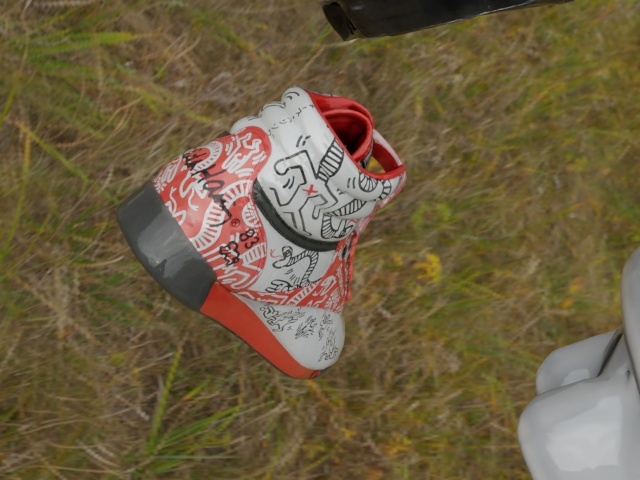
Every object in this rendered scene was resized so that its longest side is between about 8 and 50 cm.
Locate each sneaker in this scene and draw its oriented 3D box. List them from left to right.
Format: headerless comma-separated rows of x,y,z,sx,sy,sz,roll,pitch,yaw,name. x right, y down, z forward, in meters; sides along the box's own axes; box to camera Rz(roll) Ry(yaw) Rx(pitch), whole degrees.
0.000,0.001,0.724,0.145,0.270,0.090,-35,61,8,sneaker

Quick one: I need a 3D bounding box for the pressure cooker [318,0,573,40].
0.136,-0.403,0.959,0.369,0.375,0.420,-15,101,2,pressure cooker

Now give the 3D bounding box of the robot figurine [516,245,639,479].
0.269,0.061,0.500,0.200,0.353,0.300,66,21,-7,robot figurine
